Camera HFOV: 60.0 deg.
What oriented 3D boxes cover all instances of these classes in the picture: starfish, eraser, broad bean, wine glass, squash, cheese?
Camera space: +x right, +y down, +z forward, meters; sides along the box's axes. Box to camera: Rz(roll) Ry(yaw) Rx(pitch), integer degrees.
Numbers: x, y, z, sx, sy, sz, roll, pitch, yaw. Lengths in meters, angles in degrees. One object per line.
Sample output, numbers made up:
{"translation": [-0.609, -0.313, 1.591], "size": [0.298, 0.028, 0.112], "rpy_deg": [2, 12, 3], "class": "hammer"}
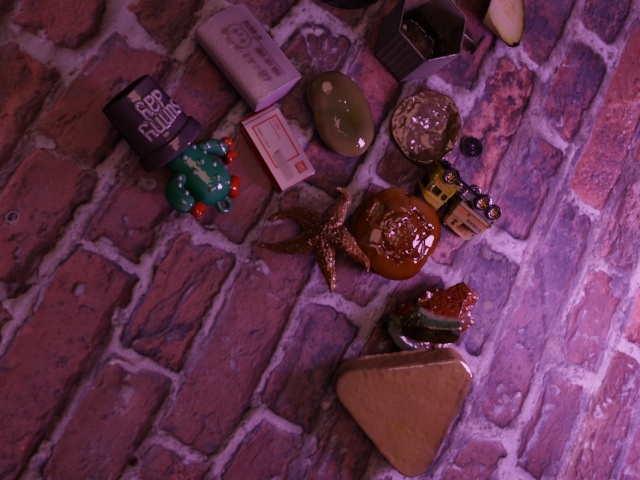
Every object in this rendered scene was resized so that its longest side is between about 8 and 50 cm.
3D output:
{"translation": [0.000, -0.001, 1.538], "size": [0.299, 0.060, 0.302], "rpy_deg": [-36, 72, -4], "class": "starfish"}
{"translation": [-0.200, -0.510, 1.544], "size": [0.174, 0.095, 0.270], "rpy_deg": [-39, 92, -23], "class": "eraser"}
{"translation": [0.060, -0.374, 1.636], "size": [0.189, 0.121, 0.263], "rpy_deg": [-34, 111, -23], "class": "broad bean"}
{"translation": [0.410, -0.705, 1.792], "size": [0.262, 0.074, 0.074], "rpy_deg": [32, 77, -12], "class": "wine glass"}
{"translation": [0.627, -0.768, 1.823], "size": [0.155, 0.204, 0.236], "rpy_deg": [23, 77, 8], "class": "squash"}
{"translation": [0.205, 0.446, 1.572], "size": [0.384, 0.104, 0.383], "rpy_deg": [0, 100, 0], "class": "cheese"}

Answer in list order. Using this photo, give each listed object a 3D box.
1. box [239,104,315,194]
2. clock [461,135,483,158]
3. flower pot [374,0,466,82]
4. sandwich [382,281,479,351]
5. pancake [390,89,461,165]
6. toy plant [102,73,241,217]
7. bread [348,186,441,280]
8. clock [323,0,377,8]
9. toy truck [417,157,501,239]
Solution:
{"translation": [-0.125, -0.261, 1.587], "size": [0.123, 0.050, 0.229], "rpy_deg": [-32, 96, -19], "class": "box"}
{"translation": [0.499, -0.305, 1.817], "size": [0.083, 0.010, 0.074], "rpy_deg": [-1, 86, -18], "class": "clock"}
{"translation": [0.302, -0.618, 1.684], "size": [0.209, 0.190, 0.239], "rpy_deg": [14, 80, -16], "class": "flower pot"}
{"translation": [0.365, 0.246, 1.652], "size": [0.301, 0.162, 0.250], "rpy_deg": [-44, 103, -13], "class": "sandwich"}
{"translation": [0.329, -0.355, 1.747], "size": [0.242, 0.050, 0.241], "rpy_deg": [0, 88, -10], "class": "pancake"}
{"translation": [-0.367, -0.220, 1.433], "size": [0.185, 0.279, 0.400], "rpy_deg": [-30, 119, 18], "class": "toy plant"}
{"translation": [0.215, -0.018, 1.628], "size": [0.270, 0.148, 0.269], "rpy_deg": [1, 88, -15], "class": "bread"}
{"translation": [0.077, -0.909, 1.690], "size": [0.386, 0.076, 0.386], "rpy_deg": [2, 85, -18], "class": "clock"}
{"translation": [0.422, -0.119, 1.718], "size": [0.272, 0.124, 0.157], "rpy_deg": [37, 108, -16], "class": "toy truck"}
